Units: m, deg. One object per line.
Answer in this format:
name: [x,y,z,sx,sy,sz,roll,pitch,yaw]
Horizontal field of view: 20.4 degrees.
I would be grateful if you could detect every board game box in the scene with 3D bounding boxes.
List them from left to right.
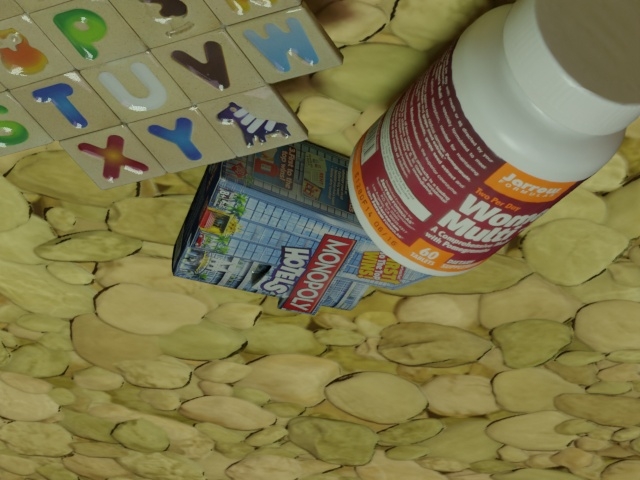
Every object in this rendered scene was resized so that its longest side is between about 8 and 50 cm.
board game box: [0.000,0.000,1.329,0.194,0.060,0.194,12,148,-10]

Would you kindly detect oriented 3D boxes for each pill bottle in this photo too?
pill bottle: [0.117,-0.074,1.128,0.121,0.121,0.221,18,147,-21]

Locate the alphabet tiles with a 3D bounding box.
alphabet tiles: [-0.161,-0.152,1.114,0.285,0.011,0.342,-12,139,27]
